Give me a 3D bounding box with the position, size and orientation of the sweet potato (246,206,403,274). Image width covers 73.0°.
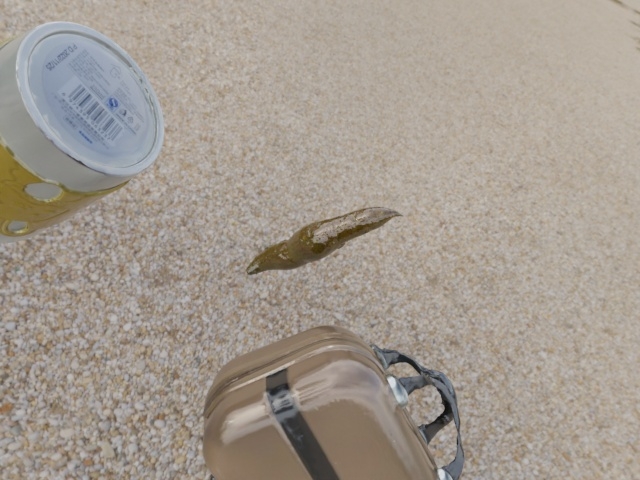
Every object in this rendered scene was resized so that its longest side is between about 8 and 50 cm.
[{"bbox_3d":[0.000,0.000,0.703,0.067,0.273,0.067,58,18,-33],"label":"sweet potato"}]

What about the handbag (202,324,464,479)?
[{"bbox_3d":[0.037,0.244,0.511,0.283,0.149,0.302,-27,102,-4],"label":"handbag"}]

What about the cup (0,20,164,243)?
[{"bbox_3d":[-0.308,-0.114,0.426,0.241,0.226,0.185,31,52,-55],"label":"cup"}]
